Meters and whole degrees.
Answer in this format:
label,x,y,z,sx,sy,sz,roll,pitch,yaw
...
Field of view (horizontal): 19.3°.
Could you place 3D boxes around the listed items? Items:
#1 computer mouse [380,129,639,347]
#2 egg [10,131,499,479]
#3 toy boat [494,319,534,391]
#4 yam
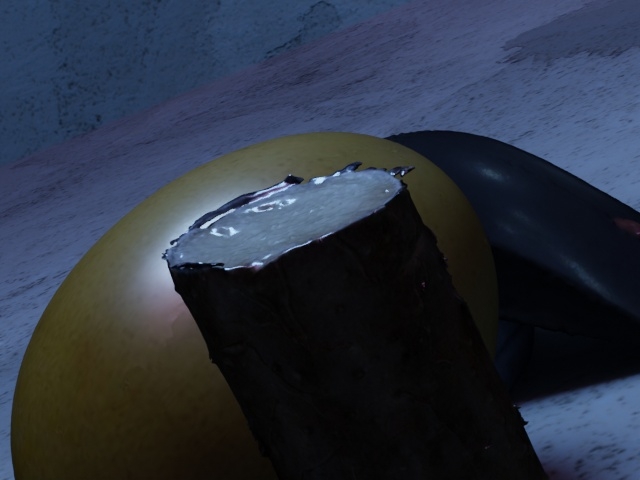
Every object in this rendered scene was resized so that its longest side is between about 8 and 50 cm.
label,x,y,z,sx,sy,sz,roll,pitch,yaw
computer mouse,0.138,-0.013,1.303,0.295,0.087,0.168,15,26,8
egg,-0.032,0.079,1.085,0.322,0.250,0.250,-49,21,-12
toy boat,0.077,0.078,1.326,0.127,0.078,0.283,-13,17,34
yam,0.038,0.094,0.912,0.131,0.279,0.131,-24,21,10
